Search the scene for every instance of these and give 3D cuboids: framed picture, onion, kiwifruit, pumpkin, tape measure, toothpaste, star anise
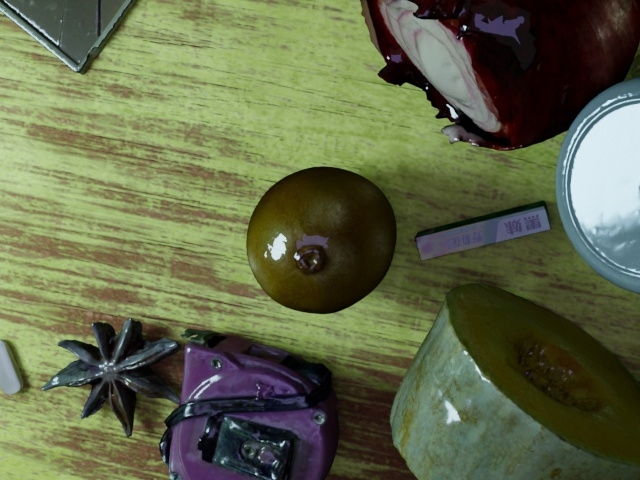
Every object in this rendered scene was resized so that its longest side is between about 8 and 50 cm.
[{"bbox_3d":[-0.326,-0.406,1.577,0.211,0.020,0.289,39,101,3],"label":"framed picture"},{"bbox_3d":[0.222,-0.272,1.358,0.341,0.341,0.341,1,97,10],"label":"onion"},{"bbox_3d":[0.000,0.000,1.463,0.196,0.234,0.196,2,102,10],"label":"kiwifruit"},{"bbox_3d":[0.245,0.222,1.421,0.332,0.332,0.199,33,115,4],"label":"pumpkin"},{"bbox_3d":[-0.098,0.256,1.555,0.245,0.149,0.232,11,97,8],"label":"tape measure"},{"bbox_3d":[0.215,-0.013,1.520,0.178,0.043,0.037,-14,95,11],"label":"toothpaste"},{"bbox_3d":[-0.283,0.189,1.624,0.204,0.061,0.181,-37,96,14],"label":"star anise"}]

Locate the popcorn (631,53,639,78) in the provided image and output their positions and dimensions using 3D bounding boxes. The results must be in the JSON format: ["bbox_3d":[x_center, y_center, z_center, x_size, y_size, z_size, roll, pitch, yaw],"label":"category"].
[{"bbox_3d":[0.430,-0.206,1.452,0.059,0.068,0.083,-18,65,-19],"label":"popcorn"}]

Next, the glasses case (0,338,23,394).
[{"bbox_3d":[-0.461,0.184,1.674,0.032,0.021,0.083,-21,93,9],"label":"glasses case"}]

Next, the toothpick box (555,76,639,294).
[{"bbox_3d":[0.458,-0.089,1.323,0.263,0.354,0.263,9,103,43],"label":"toothpick box"}]
